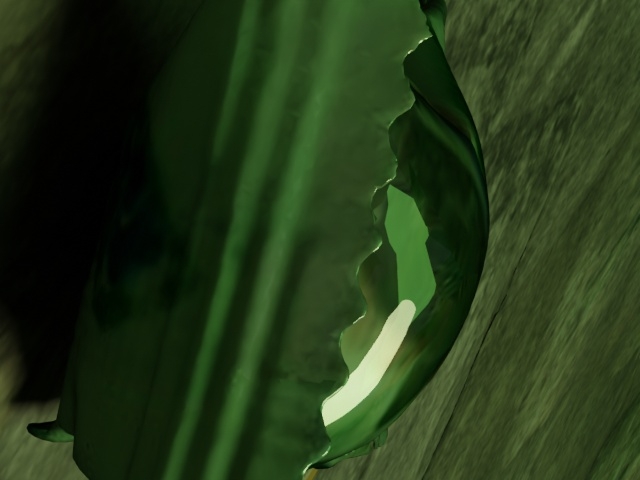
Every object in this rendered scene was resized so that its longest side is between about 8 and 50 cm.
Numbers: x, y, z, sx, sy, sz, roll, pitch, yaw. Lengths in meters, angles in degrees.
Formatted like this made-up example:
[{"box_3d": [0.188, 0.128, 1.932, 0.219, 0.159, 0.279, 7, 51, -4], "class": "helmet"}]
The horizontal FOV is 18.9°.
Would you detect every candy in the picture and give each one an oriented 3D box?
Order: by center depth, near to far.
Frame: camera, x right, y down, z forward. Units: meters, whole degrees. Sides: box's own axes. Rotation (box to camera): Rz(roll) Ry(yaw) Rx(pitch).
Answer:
[{"box_3d": [0.006, 0.001, 0.884, 0.398, 0.172, 0.263, -7, 115, -74], "class": "candy"}]

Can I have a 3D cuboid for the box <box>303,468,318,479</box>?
[{"box_3d": [-0.028, 0.104, 1.050, 0.105, 0.037, 0.105, -46, 148, -40], "class": "box"}]
